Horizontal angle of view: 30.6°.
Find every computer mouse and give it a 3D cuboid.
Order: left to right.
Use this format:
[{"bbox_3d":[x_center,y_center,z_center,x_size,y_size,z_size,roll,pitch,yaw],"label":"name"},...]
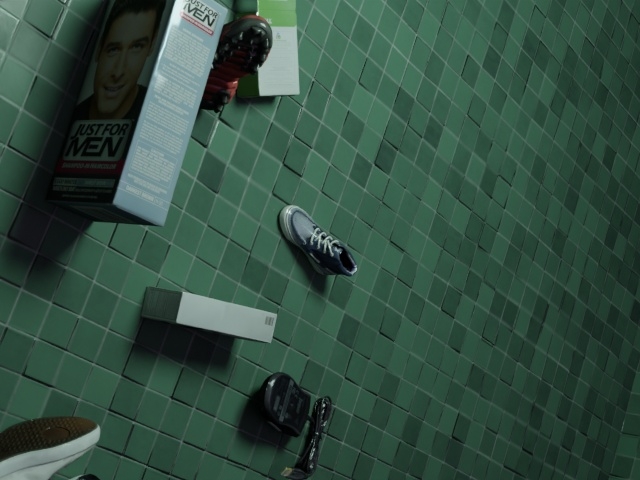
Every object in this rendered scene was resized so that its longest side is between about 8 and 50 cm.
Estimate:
[{"bbox_3d":[-0.071,0.365,2.287,0.262,0.060,0.184,38,62,-56],"label":"computer mouse"}]

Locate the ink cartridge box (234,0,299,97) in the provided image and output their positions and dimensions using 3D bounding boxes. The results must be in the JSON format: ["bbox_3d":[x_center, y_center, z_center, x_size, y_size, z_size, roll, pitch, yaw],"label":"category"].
[{"bbox_3d":[-0.100,-0.371,2.174,0.109,0.062,0.209,-9,101,-47],"label":"ink cartridge box"}]

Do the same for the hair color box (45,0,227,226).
[{"bbox_3d":[-0.294,-0.218,1.881,0.113,0.185,0.374,27,74,-44],"label":"hair color box"}]

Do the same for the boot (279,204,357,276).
[{"bbox_3d":[0.000,0.000,2.304,0.190,0.086,0.069,50,58,-38],"label":"boot"}]

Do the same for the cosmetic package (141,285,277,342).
[{"bbox_3d":[-0.196,0.135,2.093,0.239,0.099,0.060,18,83,-47],"label":"cosmetic package"}]

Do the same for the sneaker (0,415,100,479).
[{"bbox_3d":[-0.473,0.365,1.819,0.290,0.106,0.123,-19,119,-39],"label":"sneaker"}]

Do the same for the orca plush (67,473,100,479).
[{"bbox_3d":[-0.437,0.470,1.853,0.287,0.102,0.151,-18,107,-46],"label":"orca plush"}]

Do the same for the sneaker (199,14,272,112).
[{"bbox_3d":[-0.157,-0.328,1.991,0.097,0.276,0.135,16,66,-21],"label":"sneaker"}]
